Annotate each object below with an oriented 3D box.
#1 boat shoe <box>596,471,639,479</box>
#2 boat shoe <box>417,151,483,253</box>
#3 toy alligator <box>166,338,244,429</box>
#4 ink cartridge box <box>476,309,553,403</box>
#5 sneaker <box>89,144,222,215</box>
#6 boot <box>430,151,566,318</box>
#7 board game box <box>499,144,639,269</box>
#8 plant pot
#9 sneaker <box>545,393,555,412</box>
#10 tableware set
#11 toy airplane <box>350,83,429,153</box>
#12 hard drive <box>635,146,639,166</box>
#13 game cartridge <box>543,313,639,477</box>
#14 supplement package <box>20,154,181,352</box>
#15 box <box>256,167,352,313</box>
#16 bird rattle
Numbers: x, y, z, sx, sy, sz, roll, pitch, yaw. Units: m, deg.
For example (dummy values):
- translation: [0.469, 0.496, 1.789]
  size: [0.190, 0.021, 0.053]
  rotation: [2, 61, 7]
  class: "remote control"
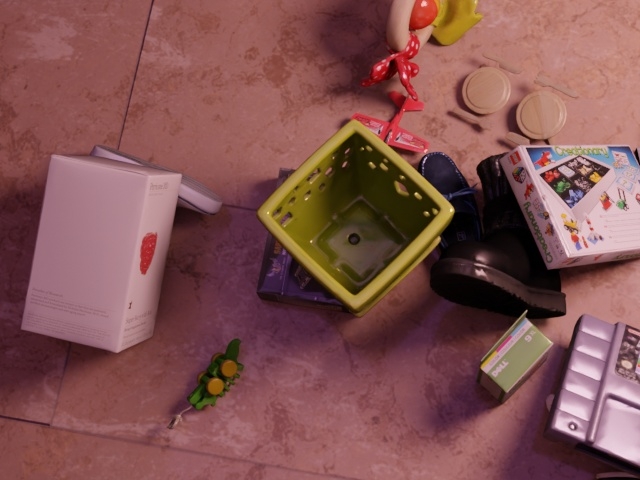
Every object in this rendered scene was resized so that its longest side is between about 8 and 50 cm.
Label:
- translation: [0.542, 0.413, 1.740]
  size: [0.233, 0.084, 0.079]
  rotation: [15, 72, 8]
  class: "boat shoe"
- translation: [0.236, -0.041, 1.897]
  size: [0.109, 0.089, 0.258]
  rotation: [-22, 74, 0]
  class: "boat shoe"
- translation: [-0.182, 0.251, 1.883]
  size: [0.051, 0.056, 0.190]
  rotation: [41, 80, -26]
  class: "toy alligator"
- translation: [0.306, 0.188, 1.763]
  size: [0.109, 0.209, 0.062]
  rotation: [-45, 74, -7]
  class: "ink cartridge box"
- translation: [-0.297, -0.085, 1.979]
  size: [0.258, 0.094, 0.091]
  rotation: [22, 101, 13]
  class: "sneaker"
- translation: [0.286, -0.023, 1.780]
  size: [0.131, 0.348, 0.260]
  rotation: [-5, 76, 33]
  class: "boot"
- translation: [0.435, -0.061, 1.800]
  size: [0.305, 0.053, 0.193]
  rotation: [-4, 67, -42]
  class: "board game box"
- translation: [0.059, -0.019, 1.791]
  size: [0.227, 0.207, 0.228]
  rotation: [-44, 76, -7]
  class: "plant pot"
- translation: [0.435, 0.242, 1.816]
  size: [0.152, 0.054, 0.061]
  rotation: [-32, 71, -3]
  class: "sneaker"
- translation: [0.342, -0.240, 1.970]
  size: [0.194, 0.039, 0.128]
  rotation: [29, 91, 19]
  class: "tableware set"
- translation: [0.131, -0.210, 1.987]
  size: [0.151, 0.028, 0.151]
  rotation: [-1, 75, 4]
  class: "toy airplane"
- translation: [0.616, -0.124, 1.914]
  size: [0.135, 0.022, 0.094]
  rotation: [-9, 74, 4]
  class: "hard drive"
- translation: [0.544, 0.269, 1.740]
  size: [0.355, 0.068, 0.230]
  rotation: [22, 62, 4]
  class: "game cartridge"
- translation: [-0.359, 0.015, 1.857]
  size: [0.175, 0.177, 0.293]
  rotation: [12, 96, 10]
  class: "supplement package"
- translation: [0.000, 0.000, 1.928]
  size: [0.183, 0.056, 0.231]
  rotation: [7, 75, 8]
  class: "box"
- translation: [0.156, -0.382, 1.943]
  size: [0.143, 0.207, 0.253]
  rotation: [31, 61, 29]
  class: "bird rattle"
